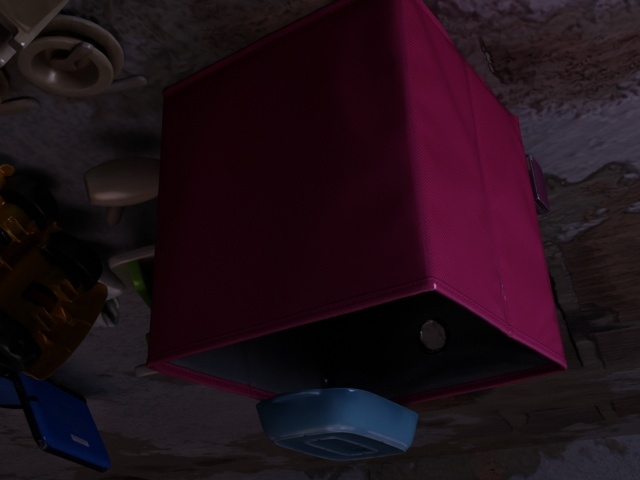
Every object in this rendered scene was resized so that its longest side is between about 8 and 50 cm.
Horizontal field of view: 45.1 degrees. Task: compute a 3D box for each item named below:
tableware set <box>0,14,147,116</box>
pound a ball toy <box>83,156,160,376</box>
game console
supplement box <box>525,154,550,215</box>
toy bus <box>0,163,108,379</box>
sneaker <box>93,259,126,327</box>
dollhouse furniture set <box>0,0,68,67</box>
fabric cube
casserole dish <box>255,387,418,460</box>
[{"bbox_3d":[-0.256,-0.132,0.635,0.194,0.039,0.128,-9,154,13],"label":"tableware set"},{"bbox_3d":[-0.159,0.035,0.869,0.135,0.208,0.319,-14,174,-11],"label":"pound a ball toy"},{"bbox_3d":[-0.564,0.346,1.465,0.173,0.250,0.293,-30,154,-5],"label":"game console"},{"bbox_3d":[0.199,-0.050,0.836,0.083,0.055,0.043,-17,153,28],"label":"supplement box"},{"bbox_3d":[-0.377,0.026,0.845,0.211,0.149,0.220,9,141,30],"label":"toy bus"},{"bbox_3d":[-0.313,0.092,1.023,0.094,0.080,0.212,31,145,-10],"label":"sneaker"},{"bbox_3d":[-0.211,-0.208,0.464,0.181,0.101,0.161,-23,123,36],"label":"dollhouse furniture set"},{"bbox_3d":[0.032,-0.010,0.669,0.254,0.258,0.259,-20,149,30],"label":"fabric cube"},{"bbox_3d":[0.020,0.176,0.718,0.114,0.037,0.188,-15,153,25],"label":"casserole dish"}]
